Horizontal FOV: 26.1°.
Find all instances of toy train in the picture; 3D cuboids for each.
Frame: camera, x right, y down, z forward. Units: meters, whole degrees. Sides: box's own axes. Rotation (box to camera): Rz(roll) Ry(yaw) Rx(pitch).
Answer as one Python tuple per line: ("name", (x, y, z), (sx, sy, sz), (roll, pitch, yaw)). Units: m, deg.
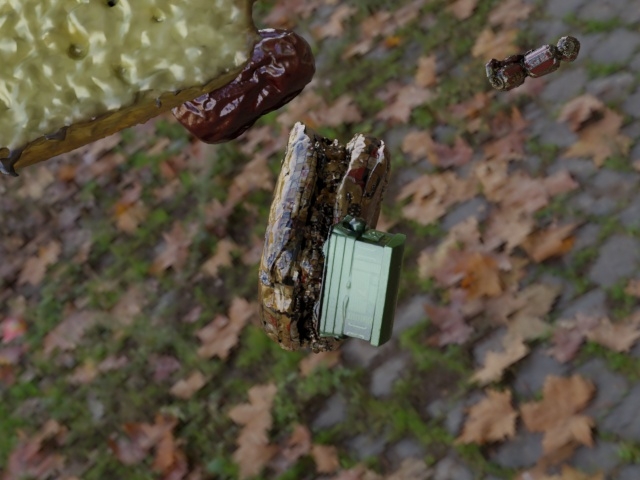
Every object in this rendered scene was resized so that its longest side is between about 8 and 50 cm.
("toy train", (0.028, 0.030, 0.975), (0.056, 0.093, 0.038), (14, 21, 18))

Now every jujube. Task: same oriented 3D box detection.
("jujube", (-0.064, -0.130, 1.137), (0.129, 0.077, 0.077), (-25, 32, 21))

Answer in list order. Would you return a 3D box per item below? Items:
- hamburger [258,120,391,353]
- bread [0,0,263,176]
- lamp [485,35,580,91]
("hamburger", (0.000, 0.000, 1.333), (0.106, 0.231, 0.231), (13, 43, 1))
("bread", (-0.140, -0.100, 0.667), (0.228, 0.143, 0.139), (-18, -3, -1))
("lamp", (0.185, -0.154, 1.188), (0.083, 0.031, 0.063), (-21, 0, 11))
